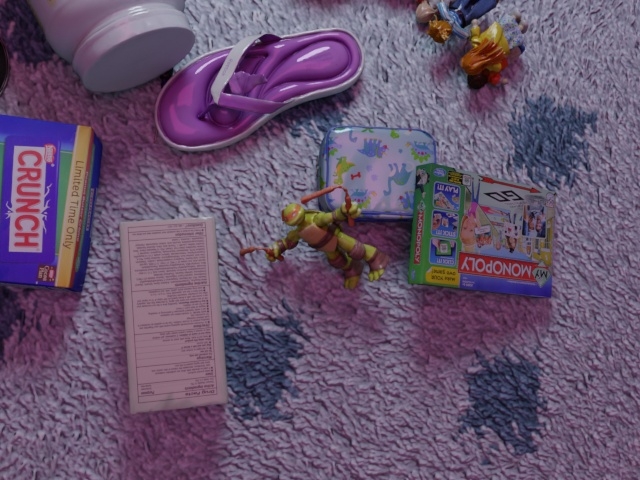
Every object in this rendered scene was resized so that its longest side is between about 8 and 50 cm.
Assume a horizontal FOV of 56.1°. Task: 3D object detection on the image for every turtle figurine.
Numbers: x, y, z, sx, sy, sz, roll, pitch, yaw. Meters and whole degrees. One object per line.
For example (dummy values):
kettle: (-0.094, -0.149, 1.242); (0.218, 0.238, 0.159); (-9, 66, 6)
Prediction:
turtle figurine: (0.000, 0.000, 1.060); (0.217, 0.269, 0.087); (38, 41, -25)

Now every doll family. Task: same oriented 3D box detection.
doll family: (0.292, -0.414, 1.163); (0.163, 0.118, 0.263); (-41, 93, -11)

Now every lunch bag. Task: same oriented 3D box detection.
lunch bag: (0.103, -0.119, 1.116); (0.218, 0.090, 0.176); (1, 85, -11)

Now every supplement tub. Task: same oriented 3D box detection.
supplement tub: (-0.368, -0.435, 0.982); (0.235, 0.235, 0.325); (-28, 91, -12)

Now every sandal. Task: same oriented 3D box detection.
sandal: (-0.108, -0.299, 1.085); (0.416, 0.102, 0.169); (-27, 90, -13)

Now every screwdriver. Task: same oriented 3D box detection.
screwdriver: (-0.285, -0.260, 1.092); (0.025, 0.024, 0.170); (3, 86, 18)

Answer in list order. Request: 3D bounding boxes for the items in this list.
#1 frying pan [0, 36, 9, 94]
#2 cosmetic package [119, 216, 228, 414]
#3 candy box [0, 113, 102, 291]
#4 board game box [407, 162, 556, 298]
frying pan: (-0.606, -0.359, 1.030); (0.197, 0.053, 0.326); (31, 83, -7)
cosmetic package: (-0.246, 0.121, 1.019); (0.160, 0.113, 0.310); (-3, 86, -11)
candy box: (-0.540, -0.064, 0.975); (0.317, 0.122, 0.268); (6, 83, -11)
board game box: (0.309, -0.010, 1.121); (0.317, 0.046, 0.214); (8, 83, -28)
